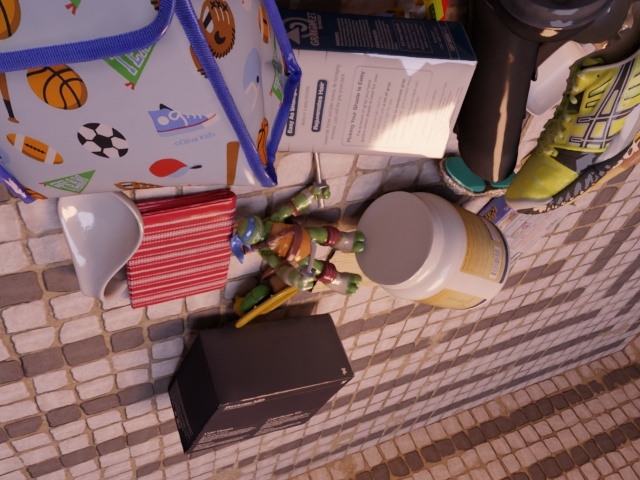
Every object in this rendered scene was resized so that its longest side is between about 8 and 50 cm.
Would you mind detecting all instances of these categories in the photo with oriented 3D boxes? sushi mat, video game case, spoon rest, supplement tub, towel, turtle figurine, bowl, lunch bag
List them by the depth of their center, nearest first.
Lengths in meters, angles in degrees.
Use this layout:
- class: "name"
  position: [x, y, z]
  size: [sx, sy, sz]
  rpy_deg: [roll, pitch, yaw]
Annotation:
- class: "lunch bag"
  position: [-0.228, -0.215, 0.557]
  size: [0.328, 0.238, 0.385]
  rpy_deg: [-3, 146, 13]
- class: "spoon rest"
  position: [-0.351, 0.013, 0.970]
  size: [0.137, 0.084, 0.276]
  rpy_deg: [18, 137, -1]
- class: "towel"
  position: [-0.259, 0.020, 1.111]
  size: [0.199, 0.031, 0.274]
  rpy_deg: [-12, 143, -23]
- class: "turtle figurine"
  position: [0.000, 0.000, 1.117]
  size: [0.275, 0.197, 0.266]
  rpy_deg: [-42, 138, 24]
- class: "bowl"
  position: [0.429, -0.317, 1.141]
  size: [0.142, 0.053, 0.142]
  rpy_deg: [-43, 143, 21]
- class: "supplement tub"
  position: [0.244, 0.025, 1.300]
  size: [0.316, 0.228, 0.228]
  rpy_deg: [17, 126, -47]
- class: "sushi mat"
  position: [0.131, 0.068, 1.464]
  size: [0.317, 0.019, 0.151]
  rpy_deg: [-2, 137, -34]
- class: "video game case"
  position: [0.486, -0.034, 1.546]
  size: [0.244, 0.061, 0.269]
  rpy_deg: [9, 131, -44]

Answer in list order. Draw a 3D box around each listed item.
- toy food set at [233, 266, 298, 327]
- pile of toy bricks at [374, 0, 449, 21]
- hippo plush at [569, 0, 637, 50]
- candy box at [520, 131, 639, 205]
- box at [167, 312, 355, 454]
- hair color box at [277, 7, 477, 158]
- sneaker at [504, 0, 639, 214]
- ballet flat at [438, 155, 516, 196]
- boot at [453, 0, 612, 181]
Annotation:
- class: "toy food set"
  position: [-0.109, 0.104, 1.308]
  size: [0.218, 0.071, 0.128]
  rpy_deg: [-35, 170, 12]
- class: "pile of toy bricks"
  position: [0.161, -0.297, 0.953]
  size: [0.105, 0.118, 0.212]
  rpy_deg: [-48, 137, -26]
- class: "hippo plush"
  position: [0.518, -0.383, 0.955]
  size: [0.237, 0.234, 0.294]
  rpy_deg: [1, 137, -37]
- class: "candy box"
  position: [0.637, -0.214, 1.351]
  size: [0.316, 0.087, 0.183]
  rpy_deg: [-38, 146, 30]
- class: "box"
  position: [-0.150, 0.341, 1.449]
  size: [0.343, 0.179, 0.312]
  rpy_deg: [-4, 147, -32]
- class: "hair color box"
  position: [0.017, -0.216, 0.838]
  size: [0.347, 0.105, 0.174]
  rpy_deg: [1, 139, -8]
- class: "sneaker"
  position: [0.422, -0.204, 0.947]
  size: [0.147, 0.145, 0.384]
  rpy_deg: [35, 113, -13]
- class: "ballet flat"
  position: [0.329, -0.125, 1.301]
  size: [0.241, 0.091, 0.077]
  rpy_deg: [5, 156, -34]
- class: "boot"
  position: [0.266, -0.247, 0.866]
  size: [0.146, 0.367, 0.445]
  rpy_deg: [6, 144, 5]
